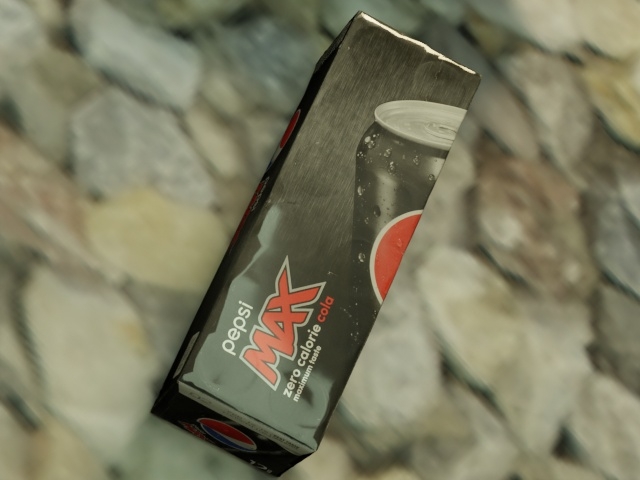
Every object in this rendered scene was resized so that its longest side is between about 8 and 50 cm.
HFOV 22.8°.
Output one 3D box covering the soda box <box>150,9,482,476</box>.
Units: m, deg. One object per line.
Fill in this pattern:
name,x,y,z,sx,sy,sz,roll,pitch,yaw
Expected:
soda box,0.000,0.000,0.601,0.060,0.053,0.169,27,67,-6
